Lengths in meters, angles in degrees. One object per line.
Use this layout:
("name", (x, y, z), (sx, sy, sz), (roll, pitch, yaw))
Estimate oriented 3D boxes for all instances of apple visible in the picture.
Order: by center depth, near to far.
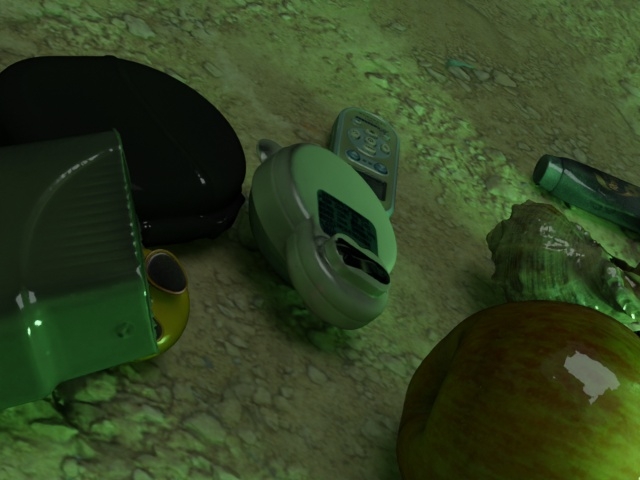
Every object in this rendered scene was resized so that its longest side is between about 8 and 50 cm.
("apple", (0.193, 0.177, 1.560), (0.264, 0.264, 0.264), (23, 31, -14))

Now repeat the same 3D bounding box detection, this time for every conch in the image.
("conch", (0.298, 0.040, 1.926), (0.245, 0.163, 0.178), (22, 40, 35))

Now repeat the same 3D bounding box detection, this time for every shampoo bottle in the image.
("shampoo bottle", (0.396, -0.055, 2.282), (0.233, 0.049, 0.087), (22, 29, -16))

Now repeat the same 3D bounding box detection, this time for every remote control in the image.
("remote control", (0.048, -0.084, 2.019), (0.087, 0.047, 0.244), (28, 29, -11))

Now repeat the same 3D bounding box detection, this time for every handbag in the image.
("handbag", (-0.212, -0.093, 1.750), (0.308, 0.093, 0.254), (-7, 46, -47))

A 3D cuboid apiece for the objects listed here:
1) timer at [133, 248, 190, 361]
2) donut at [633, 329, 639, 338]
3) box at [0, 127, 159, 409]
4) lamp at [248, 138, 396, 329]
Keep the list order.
("timer", (-0.178, 0.060, 1.566), (0.107, 0.109, 0.107), (6, 78, -29))
("donut", (0.399, 0.195, 1.868), (0.216, 0.096, 0.230), (34, 30, 10))
("box", (-0.240, 0.019, 1.448), (0.178, 0.138, 0.274), (-12, 41, -4))
("lamp", (-0.002, 0.002, 1.781), (0.179, 0.108, 0.246), (29, 29, -30))
